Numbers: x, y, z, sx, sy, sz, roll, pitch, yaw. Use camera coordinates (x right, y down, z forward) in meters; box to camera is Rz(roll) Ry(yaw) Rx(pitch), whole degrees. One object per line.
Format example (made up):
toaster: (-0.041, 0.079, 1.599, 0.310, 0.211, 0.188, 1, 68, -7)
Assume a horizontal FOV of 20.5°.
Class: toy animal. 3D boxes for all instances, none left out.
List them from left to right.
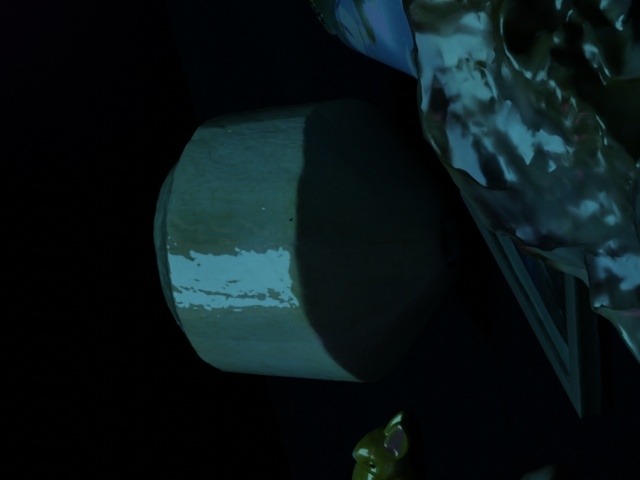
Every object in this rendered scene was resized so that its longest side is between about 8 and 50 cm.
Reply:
toy animal: (0.065, 0.214, 1.761, 0.159, 0.070, 0.083, 92, 162, -55)

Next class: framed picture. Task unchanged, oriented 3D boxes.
framed picture: (0.105, -0.064, 0.956, 0.209, 0.019, 0.281, -115, 10, -47)

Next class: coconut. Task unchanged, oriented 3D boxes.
coconut: (0.000, 0.000, 1.245, 0.202, 0.222, 0.202, -1, -89, -60)

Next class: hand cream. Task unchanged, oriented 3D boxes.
hand cream: (0.046, -0.140, 1.060, 0.256, 0.055, 0.088, -136, 38, -79)

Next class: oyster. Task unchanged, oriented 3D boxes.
oyster: (0.094, -0.073, 0.695, 0.201, 0.107, 0.355, 105, 147, -70)

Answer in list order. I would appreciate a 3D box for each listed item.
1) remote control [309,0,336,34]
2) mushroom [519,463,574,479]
remote control: (-0.020, -0.261, 1.357, 0.072, 0.042, 0.222, 92, 158, -70)
mushroom: (0.147, 0.301, 0.931, 0.345, 0.259, 0.345, 45, 176, 3)
